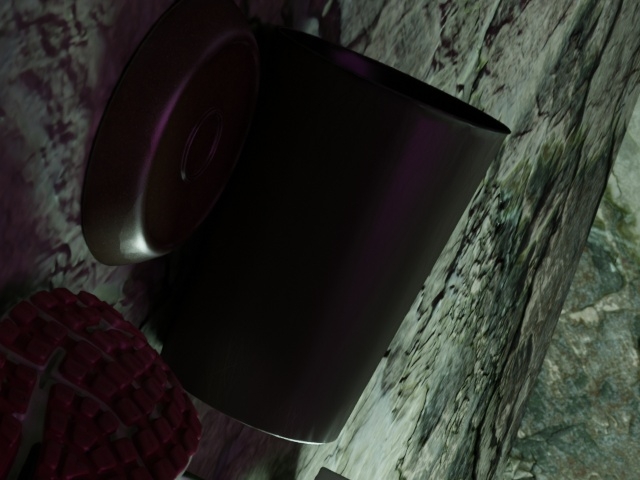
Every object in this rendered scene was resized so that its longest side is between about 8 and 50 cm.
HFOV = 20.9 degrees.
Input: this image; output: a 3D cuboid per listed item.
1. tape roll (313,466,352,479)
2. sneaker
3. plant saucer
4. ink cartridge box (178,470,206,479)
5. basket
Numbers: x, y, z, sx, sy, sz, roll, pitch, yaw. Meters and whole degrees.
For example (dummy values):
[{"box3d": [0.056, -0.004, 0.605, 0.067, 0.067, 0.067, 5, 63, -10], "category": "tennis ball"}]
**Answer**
[{"box3d": [-0.018, 0.343, 1.505, 0.286, 0.100, 0.286, 25, 90, -87], "category": "tape roll"}, {"box3d": [-0.163, 0.122, 0.835, 0.112, 0.121, 0.299, -41, -179, 34], "category": "sneaker"}, {"box3d": [-0.076, -0.058, 0.975, 0.168, 0.029, 0.168, -57, 161, -32], "category": "plant saucer"}, {"box3d": [-0.118, 0.191, 1.099, 0.109, 0.062, 0.209, -65, 159, -6], "category": "ink cartridge box"}, {"box3d": [0.000, 0.000, 1.097, 0.227, 0.154, 0.204, -65, 162, 9], "category": "basket"}]
